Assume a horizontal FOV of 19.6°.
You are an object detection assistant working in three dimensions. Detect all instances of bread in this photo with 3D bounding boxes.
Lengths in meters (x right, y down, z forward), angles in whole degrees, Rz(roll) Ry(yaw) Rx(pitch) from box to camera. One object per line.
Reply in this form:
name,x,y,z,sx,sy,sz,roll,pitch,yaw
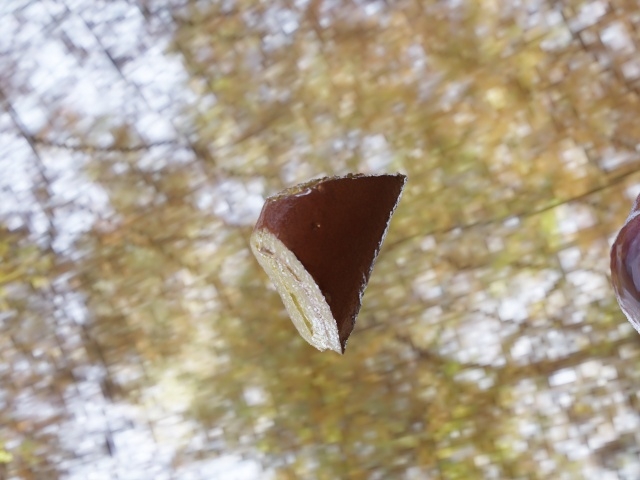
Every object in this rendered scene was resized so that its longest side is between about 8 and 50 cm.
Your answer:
bread,0.001,0.000,1.702,0.119,0.067,0.192,25,-117,-14

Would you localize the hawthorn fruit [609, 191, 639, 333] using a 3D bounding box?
hawthorn fruit,0.239,0.006,1.068,0.194,0.157,0.157,34,-121,-42
